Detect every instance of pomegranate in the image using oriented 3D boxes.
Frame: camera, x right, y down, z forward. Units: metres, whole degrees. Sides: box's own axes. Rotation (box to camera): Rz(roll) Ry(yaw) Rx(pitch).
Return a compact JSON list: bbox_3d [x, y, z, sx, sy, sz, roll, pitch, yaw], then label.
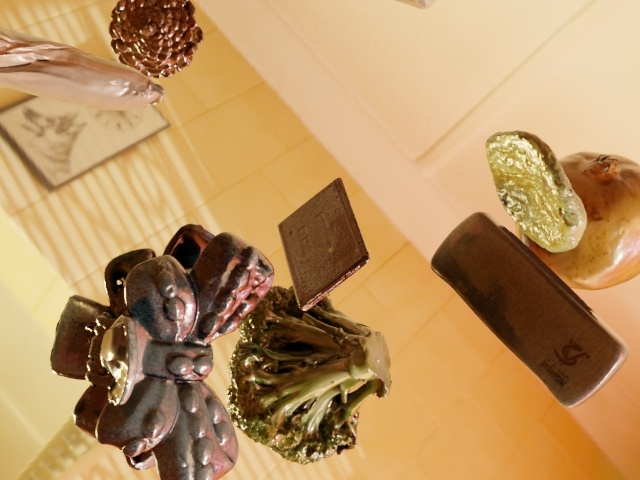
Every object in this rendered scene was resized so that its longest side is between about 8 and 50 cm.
[{"bbox_3d":[0.433,-0.036,1.425,0.248,0.248,0.248,21,-52,29],"label":"pomegranate"}]

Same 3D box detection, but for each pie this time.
[{"bbox_3d":[0.282,-0.067,1.172,0.187,0.041,0.187,56,-11,17],"label":"pie"}]

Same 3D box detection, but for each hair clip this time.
[{"bbox_3d":[-0.184,0.130,1.038,0.194,0.206,0.310,10,-92,49],"label":"hair clip"}]

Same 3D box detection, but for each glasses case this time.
[{"bbox_3d":[0.311,0.098,1.348,0.131,0.074,0.323,-50,-116,17],"label":"glasses case"}]

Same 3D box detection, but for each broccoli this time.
[{"bbox_3d":[-0.022,0.213,1.505,0.283,0.304,0.321,-17,-106,35],"label":"broccoli"}]

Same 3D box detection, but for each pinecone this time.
[{"bbox_3d":[-0.315,-0.398,1.705,0.179,0.150,0.195,22,-33,-11],"label":"pinecone"}]

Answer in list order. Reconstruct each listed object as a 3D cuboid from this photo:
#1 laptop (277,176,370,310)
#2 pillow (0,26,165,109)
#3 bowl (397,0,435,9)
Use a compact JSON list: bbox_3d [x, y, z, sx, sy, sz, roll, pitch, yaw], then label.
[{"bbox_3d":[0.000,0.000,1.338,0.135,0.197,0.016,-39,-50,18],"label":"laptop"},{"bbox_3d":[-0.329,-0.198,1.004,0.173,0.270,0.067,14,-88,55],"label":"pillow"},{"bbox_3d":[0.015,-0.310,0.619,0.146,0.289,0.289,5,-58,12],"label":"bowl"}]
